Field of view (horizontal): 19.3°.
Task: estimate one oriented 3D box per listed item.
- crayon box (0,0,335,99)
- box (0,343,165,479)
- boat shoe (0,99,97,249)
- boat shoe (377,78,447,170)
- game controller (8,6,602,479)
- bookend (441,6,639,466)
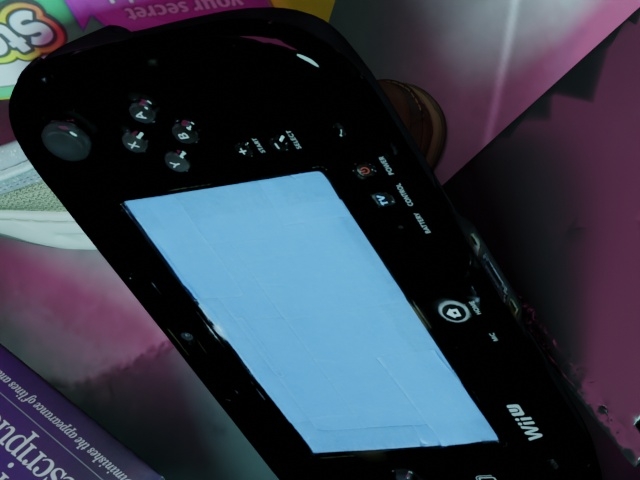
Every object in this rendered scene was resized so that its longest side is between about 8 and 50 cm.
[{"bbox_3d":[-0.148,-0.209,0.912,0.363,0.106,0.313,-3,48,24],"label":"crayon box"},{"bbox_3d":[-0.200,0.139,0.912,0.184,0.103,0.261,-44,47,-16],"label":"box"},{"bbox_3d":[-0.219,-0.058,0.996,0.320,0.103,0.118,4,58,22],"label":"boat shoe"},{"bbox_3d":[0.000,0.000,0.936,0.064,0.060,0.178,28,97,23],"label":"boat shoe"},{"bbox_3d":[0.002,0.027,0.818,0.166,0.319,0.067,0,48,38],"label":"game controller"},{"bbox_3d":[0.159,-0.007,0.861,0.157,0.072,0.156,-43,71,14],"label":"bookend"}]
